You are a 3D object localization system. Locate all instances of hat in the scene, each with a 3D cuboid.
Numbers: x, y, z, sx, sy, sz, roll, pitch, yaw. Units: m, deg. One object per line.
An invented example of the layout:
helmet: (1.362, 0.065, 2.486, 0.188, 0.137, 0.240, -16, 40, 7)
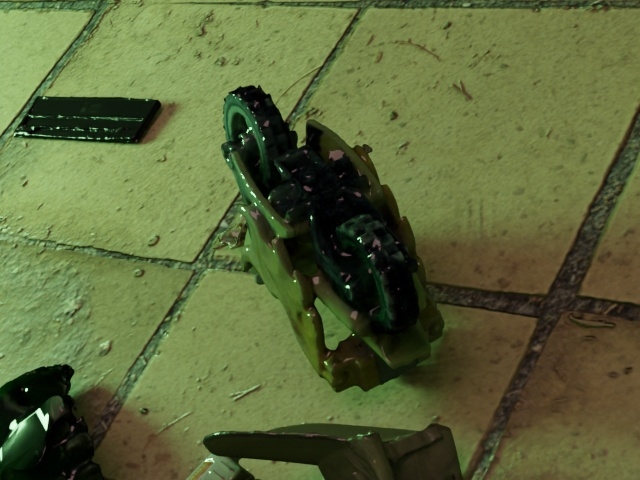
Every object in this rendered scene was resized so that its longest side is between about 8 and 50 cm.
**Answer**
hat: (0.022, 0.239, 1.512, 0.245, 0.214, 0.149, -15, 80, 25)

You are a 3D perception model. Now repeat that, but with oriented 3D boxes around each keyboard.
keyboard: (-0.339, -0.178, 2.283, 0.250, 0.017, 0.087, 4, 53, 36)

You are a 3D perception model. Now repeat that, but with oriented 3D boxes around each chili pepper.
chili pepper: (-0.323, 0.233, 1.784, 0.148, 0.116, 0.264, -38, 40, -2)

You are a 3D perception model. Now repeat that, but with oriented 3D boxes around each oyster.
oyster: (-0.090, -0.027, 1.965, 0.051, 0.034, 0.093, 9, 65, 57)

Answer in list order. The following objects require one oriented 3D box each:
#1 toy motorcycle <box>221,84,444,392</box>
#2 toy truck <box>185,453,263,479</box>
toy motorcycle: (0.000, 0.000, 1.727, 0.169, 0.237, 0.410, -25, 41, -14)
toy truck: (-0.053, 0.291, 1.556, 0.098, 0.114, 0.227, -46, 42, -16)
